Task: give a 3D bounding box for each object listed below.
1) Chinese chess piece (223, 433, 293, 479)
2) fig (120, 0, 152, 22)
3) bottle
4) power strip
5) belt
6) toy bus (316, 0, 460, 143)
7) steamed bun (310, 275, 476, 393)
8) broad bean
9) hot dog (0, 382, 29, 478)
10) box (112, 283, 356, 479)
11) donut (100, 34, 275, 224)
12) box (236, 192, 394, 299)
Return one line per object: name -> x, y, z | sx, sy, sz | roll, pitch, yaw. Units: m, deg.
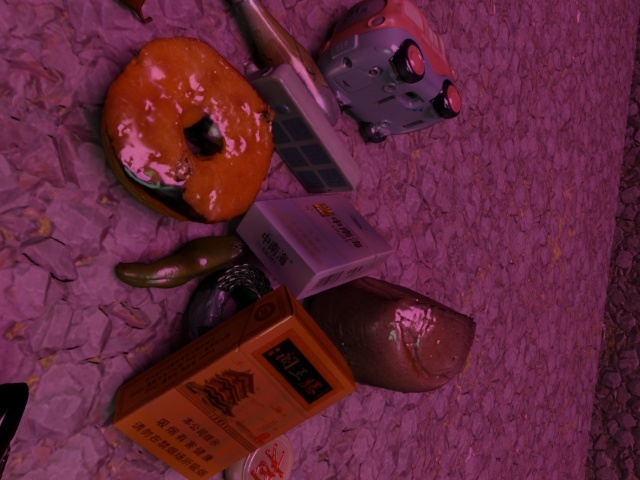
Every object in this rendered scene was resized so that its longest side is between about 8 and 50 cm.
Chinese chess piece -> -0.100, 0.365, 0.862 | 0.122, 0.051, 0.121 | -1, 91, -46
fig -> -0.248, -0.327, 0.696 | 0.050, 0.050, 0.083 | -57, 147, -28
bottle -> -0.060, -0.296, 0.858 | 0.269, 0.083, 0.083 | 54, 56, -31
power strip -> -0.034, -0.177, 0.863 | 0.270, 0.118, 0.046 | 51, 60, -34
belt -> -0.140, 0.109, 0.800 | 0.121, 0.079, 0.151 | 54, 43, -22
toy bus -> 0.138, -0.337, 0.992 | 0.288, 0.194, 0.231 | 26, 65, -43
steamed bun -> 0.129, 0.185, 0.968 | 0.301, 0.252, 0.199 | 20, 91, -46
broad bean -> -0.184, 0.029, 0.755 | 0.214, 0.070, 0.048 | -14, 127, -43
hot dog -> -0.398, 0.281, 0.495 | 0.107, 0.194, 0.325 | 22, 69, -15
box -> -0.113, 0.202, 0.717 | 0.274, 0.076, 0.174 | -32, 123, 5
donut -> -0.178, -0.144, 0.720 | 0.254, 0.119, 0.253 | -6, 98, -47
box -> 0.000, 0.000, 0.859 | 0.155, 0.067, 0.243 | 49, 31, 17
